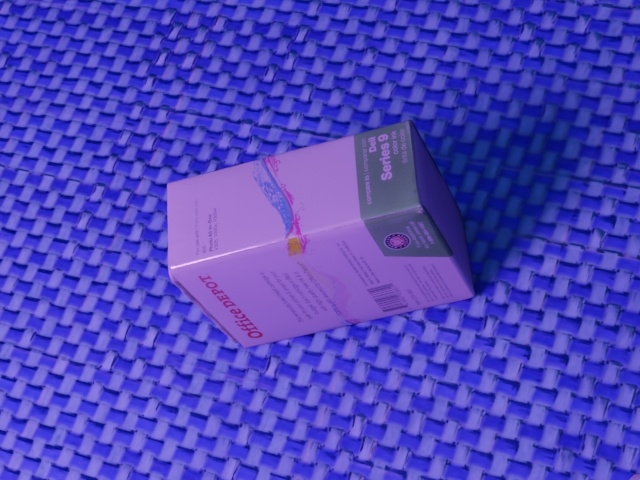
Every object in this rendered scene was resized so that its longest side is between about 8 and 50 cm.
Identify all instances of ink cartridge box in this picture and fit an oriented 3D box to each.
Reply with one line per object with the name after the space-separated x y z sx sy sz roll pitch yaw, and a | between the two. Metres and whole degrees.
0.000 0.000 1.219 0.212 0.154 0.093 -15 57 15 | ink cartridge box

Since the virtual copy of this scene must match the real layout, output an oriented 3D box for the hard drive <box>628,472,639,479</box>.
0.293 0.197 0.922 0.307 0.040 0.203 -12 15 42 | hard drive
